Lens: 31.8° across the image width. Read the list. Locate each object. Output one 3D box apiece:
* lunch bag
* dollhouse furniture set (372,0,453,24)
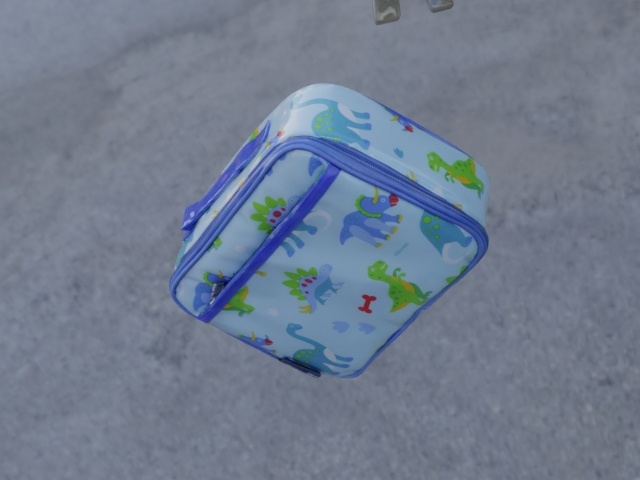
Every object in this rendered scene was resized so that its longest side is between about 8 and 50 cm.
[{"bbox_3d":[0.000,0.000,0.808,0.219,0.176,0.090,-45,23,41],"label":"lunch bag"},{"bbox_3d":[0.146,-0.304,0.880,0.201,0.152,0.374,-12,-2,-5],"label":"dollhouse furniture set"}]
